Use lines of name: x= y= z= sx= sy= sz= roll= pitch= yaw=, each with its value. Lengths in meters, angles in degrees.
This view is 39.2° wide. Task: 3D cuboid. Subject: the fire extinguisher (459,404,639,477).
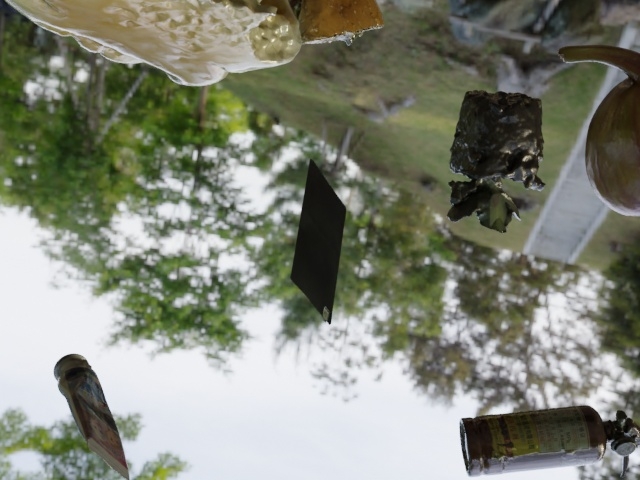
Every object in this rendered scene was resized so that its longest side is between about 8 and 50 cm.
fire extinguisher: x=0.303 y=0.254 z=1.133 sx=0.252 sy=0.106 sz=0.075 roll=-6 pitch=-127 yaw=0

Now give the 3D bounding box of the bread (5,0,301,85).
bread: x=-0.196 y=-0.299 z=0.969 sx=0.329 sy=0.245 sz=0.424 roll=57 pitch=-162 yaw=25

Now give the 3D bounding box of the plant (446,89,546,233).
plant: x=0.255 y=-0.117 z=1.320 sx=0.142 sy=0.203 sz=0.131 roll=-6 pitch=-155 yaw=-13

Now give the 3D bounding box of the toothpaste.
toothpaste: x=-0.340 y=0.254 z=1.329 sx=0.096 sy=0.061 sz=0.266 roll=52 pitch=174 yaw=-34

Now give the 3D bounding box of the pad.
pad: x=0.000 y=0.000 z=1.164 sx=0.004 sy=0.193 sz=0.116 roll=-9 pitch=142 yaw=25

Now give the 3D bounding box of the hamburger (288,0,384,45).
hamburger: x=0.022 y=-0.436 z=1.721 sx=0.124 sy=0.131 sz=0.262 roll=1 pitch=-166 yaw=35

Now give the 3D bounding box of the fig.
fig: x=0.376 y=-0.136 z=1.005 sx=0.175 sy=0.207 sz=0.175 roll=-17 pitch=-165 yaw=5
